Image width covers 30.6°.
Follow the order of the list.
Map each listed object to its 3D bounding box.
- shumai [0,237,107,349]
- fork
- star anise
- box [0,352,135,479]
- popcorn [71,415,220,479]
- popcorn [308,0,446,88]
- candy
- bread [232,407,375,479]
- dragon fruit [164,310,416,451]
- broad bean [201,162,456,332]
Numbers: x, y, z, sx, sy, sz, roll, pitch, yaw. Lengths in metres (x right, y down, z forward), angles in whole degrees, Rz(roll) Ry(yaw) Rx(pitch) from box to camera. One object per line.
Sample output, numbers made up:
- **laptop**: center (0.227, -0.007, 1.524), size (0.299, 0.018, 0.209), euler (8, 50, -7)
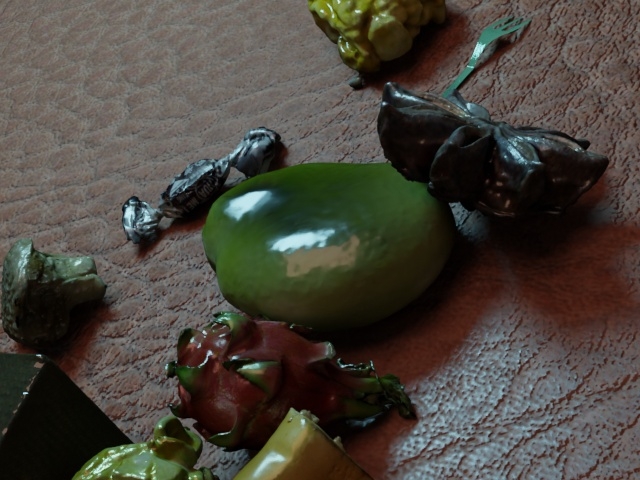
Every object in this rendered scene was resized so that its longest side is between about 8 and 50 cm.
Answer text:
- **shumai**: center (-0.313, 0.062, 1.374), size (0.116, 0.145, 0.145), euler (0, 36, -20)
- **fork**: center (0.168, -0.198, 1.394), size (0.235, 0.021, 0.039), euler (-47, 40, -17)
- **star anise**: center (0.162, -0.077, 1.170), size (0.223, 0.236, 0.108), euler (29, 113, 44)
- **box**: center (-0.351, 0.213, 1.179), size (0.273, 0.184, 0.143), euler (1, 51, 33)
- **popcorn**: center (-0.166, 0.241, 1.073), size (0.136, 0.141, 0.162), euler (15, 88, 9)
- **popcorn**: center (0.067, -0.308, 1.481), size (0.163, 0.140, 0.194), euler (-30, 42, 10)
- **candy**: center (-0.146, -0.071, 1.444), size (0.226, 0.051, 0.094), euler (-31, 30, -2)
- **bread**: center (-0.024, 0.241, 1.000), size (0.173, 0.134, 0.085), euler (-47, 11, -14)
- **dragon fruit**: center (-0.031, 0.146, 1.097), size (0.135, 0.236, 0.137), euler (-106, 36, -82)
- **broad bean**: center (0.000, 0.001, 1.225), size (0.291, 0.119, 0.238), euler (5, 39, 32)
